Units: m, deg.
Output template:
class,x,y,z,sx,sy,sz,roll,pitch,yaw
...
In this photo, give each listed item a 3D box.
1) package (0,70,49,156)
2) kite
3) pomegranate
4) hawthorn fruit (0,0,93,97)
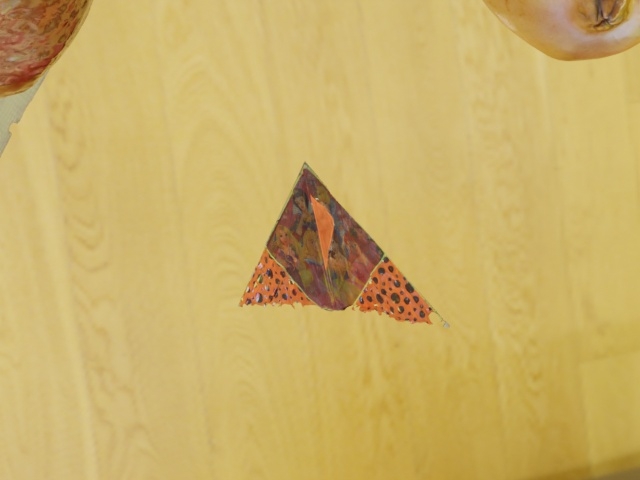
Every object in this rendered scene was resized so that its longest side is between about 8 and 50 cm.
class,x,y,z,sx,sy,sz,roll,pitch,yaw
package,-0.309,-0.096,0.958,0.251,0.062,0.204,33,87,-45
kite,-0.001,0.000,1.071,0.008,0.222,0.125,-22,107,-44
pomegranate,0.245,-0.274,1.356,0.209,0.209,0.209,0,90,-28
hawthorn fruit,-0.203,-0.157,0.589,0.249,0.215,0.215,-5,92,-25
